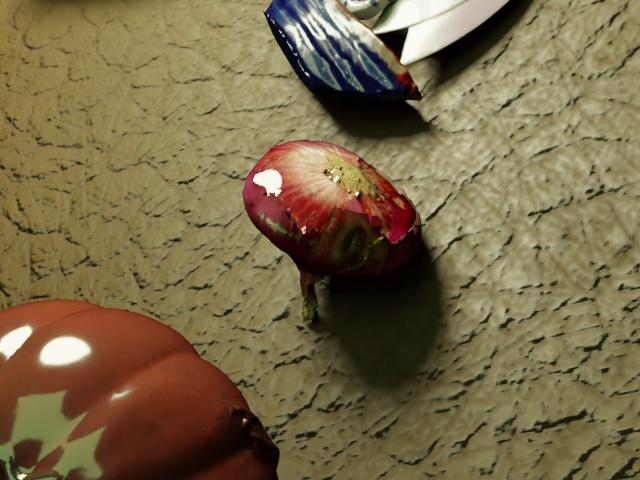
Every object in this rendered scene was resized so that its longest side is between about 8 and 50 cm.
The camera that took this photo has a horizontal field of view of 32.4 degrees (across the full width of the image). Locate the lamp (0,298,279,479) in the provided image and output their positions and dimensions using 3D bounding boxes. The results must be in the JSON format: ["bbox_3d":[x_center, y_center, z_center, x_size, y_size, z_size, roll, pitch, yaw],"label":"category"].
[{"bbox_3d":[-0.170,0.190,0.760,0.303,0.257,0.303,8,105,31],"label":"lamp"}]

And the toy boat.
[{"bbox_3d":[0.101,-0.217,1.018,0.318,0.072,0.219,-10,53,11],"label":"toy boat"}]

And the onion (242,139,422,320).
[{"bbox_3d":[0.000,0.000,0.899,0.150,0.150,0.140,47,125,40],"label":"onion"}]
